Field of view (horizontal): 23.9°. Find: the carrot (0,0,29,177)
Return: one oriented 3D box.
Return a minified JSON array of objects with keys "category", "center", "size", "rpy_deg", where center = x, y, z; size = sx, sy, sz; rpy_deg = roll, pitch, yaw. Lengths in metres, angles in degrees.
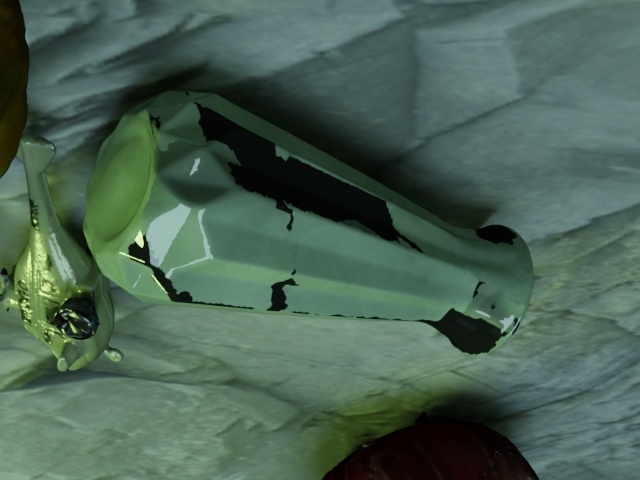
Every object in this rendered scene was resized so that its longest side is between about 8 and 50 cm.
[{"category":"carrot","center":[-0.336,-0.176,0.855],"size":[0.241,0.241,0.341],"rpy_deg":[-21,134,10]}]

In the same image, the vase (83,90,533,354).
[{"category":"vase","center":[0.000,0.000,1.193],"size":[0.360,0.165,0.165],"rpy_deg":[16,131,-33]}]

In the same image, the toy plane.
[{"category":"toy plane","center":[-0.215,0.007,1.203],"size":[0.108,0.092,0.286],"rpy_deg":[13,140,10]}]

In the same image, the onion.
[{"category":"onion","center":[0.107,0.295,1.483],"size":[0.252,0.219,0.252],"rpy_deg":[-13,145,-9]}]
